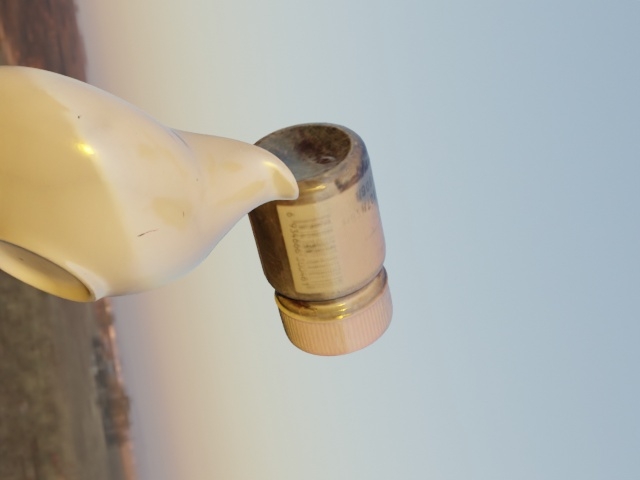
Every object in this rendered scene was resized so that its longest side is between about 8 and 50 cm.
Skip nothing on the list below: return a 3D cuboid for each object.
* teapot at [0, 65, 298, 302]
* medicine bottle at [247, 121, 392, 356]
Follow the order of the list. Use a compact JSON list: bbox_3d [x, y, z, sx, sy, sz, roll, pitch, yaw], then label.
[{"bbox_3d":[-0.130,-0.029,0.583,0.145,0.226,0.092,104,8,-67],"label":"teapot"},{"bbox_3d":[0.000,0.000,1.534,0.165,0.165,0.273,-113,-171,-53],"label":"medicine bottle"}]
